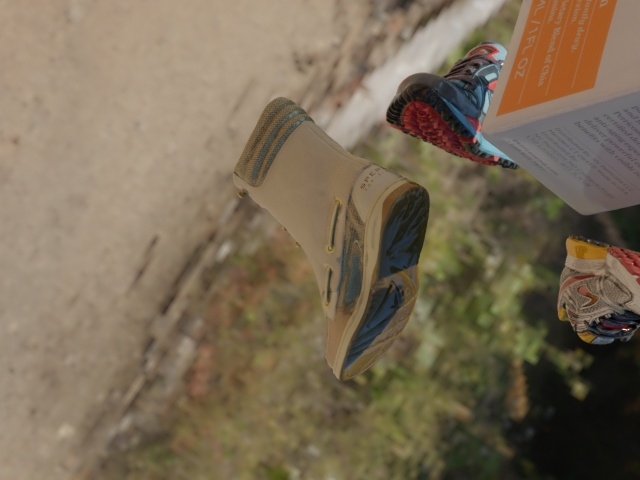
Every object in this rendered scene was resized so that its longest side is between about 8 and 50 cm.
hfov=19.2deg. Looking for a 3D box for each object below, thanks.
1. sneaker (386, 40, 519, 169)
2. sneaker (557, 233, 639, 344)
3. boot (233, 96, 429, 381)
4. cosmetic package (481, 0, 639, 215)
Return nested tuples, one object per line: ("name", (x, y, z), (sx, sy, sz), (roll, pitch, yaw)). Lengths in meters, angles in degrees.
("sneaker", (0.151, -0.159, 2.016), (0.262, 0.104, 0.125), (19, 84, -66))
("sneaker", (0.279, 0.056, 1.714), (0.225, 0.088, 0.092), (-154, -101, -78))
("boot", (0.000, 0.000, 1.917), (0.095, 0.203, 0.262), (-32, 146, -35))
("cosmetic package", (0.374, -0.188, 1.656), (0.453, 0.161, 0.230), (-14, -131, 48))
